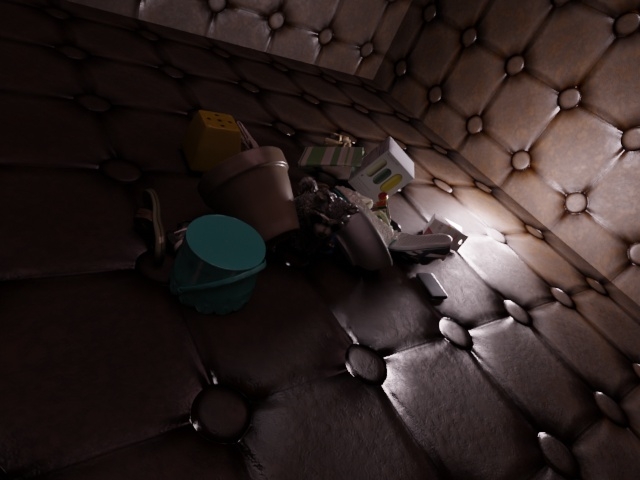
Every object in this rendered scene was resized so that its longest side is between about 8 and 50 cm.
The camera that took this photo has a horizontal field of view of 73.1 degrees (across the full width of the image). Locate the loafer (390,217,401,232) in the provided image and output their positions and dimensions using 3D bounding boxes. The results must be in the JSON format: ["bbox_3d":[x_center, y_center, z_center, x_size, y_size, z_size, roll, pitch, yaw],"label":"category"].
[{"bbox_3d":[0.303,-0.090,2.072,0.223,0.076,0.078,45,-3,38],"label":"loafer"}]

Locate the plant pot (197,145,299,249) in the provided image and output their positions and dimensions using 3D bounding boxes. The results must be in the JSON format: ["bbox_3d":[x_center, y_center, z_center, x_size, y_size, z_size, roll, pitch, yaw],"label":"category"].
[{"bbox_3d":[-0.215,-0.119,1.488,0.323,0.323,0.281,-21,81,-49],"label":"plant pot"}]

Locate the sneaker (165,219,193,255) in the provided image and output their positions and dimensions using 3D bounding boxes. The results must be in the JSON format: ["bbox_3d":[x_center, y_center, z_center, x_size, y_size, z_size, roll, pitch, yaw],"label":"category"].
[{"bbox_3d":[-0.424,-0.034,1.452,0.106,0.078,0.234,40,37,12],"label":"sneaker"}]

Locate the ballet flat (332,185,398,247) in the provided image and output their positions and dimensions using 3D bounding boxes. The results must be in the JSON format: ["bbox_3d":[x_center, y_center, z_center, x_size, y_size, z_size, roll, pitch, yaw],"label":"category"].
[{"bbox_3d":[0.206,-0.111,1.938,0.146,0.147,0.409,-4,47,-40],"label":"ballet flat"}]

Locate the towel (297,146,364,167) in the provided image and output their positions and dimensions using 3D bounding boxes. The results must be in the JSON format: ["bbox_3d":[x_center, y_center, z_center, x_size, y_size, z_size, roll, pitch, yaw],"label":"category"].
[{"bbox_3d":[0.058,-0.432,2.249,0.324,0.038,0.248,2,32,9],"label":"towel"}]

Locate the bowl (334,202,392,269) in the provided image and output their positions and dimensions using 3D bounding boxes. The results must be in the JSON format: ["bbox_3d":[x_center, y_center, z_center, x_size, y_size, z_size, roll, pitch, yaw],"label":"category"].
[{"bbox_3d":[0.148,0.008,1.702,0.134,0.298,0.298,-31,55,-4],"label":"bowl"}]

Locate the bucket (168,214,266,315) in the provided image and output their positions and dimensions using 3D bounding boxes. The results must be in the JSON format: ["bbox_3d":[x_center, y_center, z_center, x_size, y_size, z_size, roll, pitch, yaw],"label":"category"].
[{"bbox_3d":[-0.305,0.067,1.308,0.281,0.183,0.281,18,36,-14],"label":"bucket"}]

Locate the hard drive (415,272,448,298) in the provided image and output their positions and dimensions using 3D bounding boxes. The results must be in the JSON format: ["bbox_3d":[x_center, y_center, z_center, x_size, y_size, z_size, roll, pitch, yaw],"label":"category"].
[{"bbox_3d":[0.476,0.194,1.851,0.094,0.022,0.135,5,40,-31],"label":"hard drive"}]

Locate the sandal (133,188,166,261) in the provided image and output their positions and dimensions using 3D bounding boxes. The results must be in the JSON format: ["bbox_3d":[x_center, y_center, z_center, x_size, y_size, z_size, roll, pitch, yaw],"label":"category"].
[{"bbox_3d":[-0.547,-0.058,1.369,0.086,0.120,0.303,-7,46,-22],"label":"sandal"}]

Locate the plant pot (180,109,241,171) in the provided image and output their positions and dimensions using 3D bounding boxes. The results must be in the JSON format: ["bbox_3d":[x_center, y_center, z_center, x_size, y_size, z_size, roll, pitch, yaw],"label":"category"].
[{"bbox_3d":[-0.441,-0.417,1.796,0.212,0.187,0.212,0,42,-33],"label":"plant pot"}]

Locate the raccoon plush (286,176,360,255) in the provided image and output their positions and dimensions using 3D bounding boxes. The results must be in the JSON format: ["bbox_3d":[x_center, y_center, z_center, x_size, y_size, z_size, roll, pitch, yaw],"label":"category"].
[{"bbox_3d":[-0.016,-0.167,1.634,0.216,0.299,0.447,9,50,-29],"label":"raccoon plush"}]

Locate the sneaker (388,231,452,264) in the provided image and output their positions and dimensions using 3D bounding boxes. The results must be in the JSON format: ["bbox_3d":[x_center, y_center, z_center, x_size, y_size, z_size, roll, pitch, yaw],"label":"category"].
[{"bbox_3d":[0.421,0.043,1.939,0.320,0.128,0.126,2,34,5],"label":"sneaker"}]

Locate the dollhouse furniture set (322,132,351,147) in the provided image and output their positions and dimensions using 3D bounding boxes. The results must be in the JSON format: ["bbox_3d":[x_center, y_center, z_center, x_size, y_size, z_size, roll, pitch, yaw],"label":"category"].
[{"bbox_3d":[0.091,-0.533,2.457,0.123,0.144,0.151,13,50,-14],"label":"dollhouse furniture set"}]

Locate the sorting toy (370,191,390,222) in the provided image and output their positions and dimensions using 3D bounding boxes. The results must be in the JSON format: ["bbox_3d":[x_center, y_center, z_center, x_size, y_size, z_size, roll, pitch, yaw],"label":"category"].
[{"bbox_3d":[0.257,-0.129,2.026,0.132,0.046,0.275,-8,47,11],"label":"sorting toy"}]

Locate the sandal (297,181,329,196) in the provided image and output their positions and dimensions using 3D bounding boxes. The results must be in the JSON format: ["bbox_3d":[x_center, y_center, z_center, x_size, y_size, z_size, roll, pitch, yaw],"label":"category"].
[{"bbox_3d":[-0.037,-0.230,2.029,0.180,0.049,0.072,-28,56,-35],"label":"sandal"}]

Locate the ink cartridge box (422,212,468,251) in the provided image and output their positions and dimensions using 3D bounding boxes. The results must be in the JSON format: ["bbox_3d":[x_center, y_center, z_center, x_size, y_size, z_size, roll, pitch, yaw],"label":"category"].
[{"bbox_3d":[0.635,-0.038,2.192,0.198,0.115,0.067,28,33,-3],"label":"ink cartridge box"}]

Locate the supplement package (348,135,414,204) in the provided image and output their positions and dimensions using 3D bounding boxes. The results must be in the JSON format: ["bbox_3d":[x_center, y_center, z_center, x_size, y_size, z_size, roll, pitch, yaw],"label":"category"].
[{"bbox_3d":[0.309,-0.344,2.183,0.199,0.262,0.198,44,30,-16],"label":"supplement package"}]

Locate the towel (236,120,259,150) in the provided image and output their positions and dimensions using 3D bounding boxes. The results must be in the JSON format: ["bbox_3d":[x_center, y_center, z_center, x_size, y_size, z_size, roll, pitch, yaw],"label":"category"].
[{"bbox_3d":[-0.284,-0.391,1.918,0.187,0.049,0.282,60,5,38],"label":"towel"}]

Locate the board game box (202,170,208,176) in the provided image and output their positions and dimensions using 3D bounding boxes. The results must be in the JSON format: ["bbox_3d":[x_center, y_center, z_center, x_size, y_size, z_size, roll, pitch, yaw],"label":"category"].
[{"bbox_3d":[-0.370,-0.275,1.855,0.259,0.039,0.124,18,34,-19],"label":"board game box"}]

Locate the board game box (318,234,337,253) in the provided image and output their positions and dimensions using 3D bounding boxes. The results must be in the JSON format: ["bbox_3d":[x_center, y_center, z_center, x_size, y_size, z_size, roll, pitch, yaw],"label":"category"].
[{"bbox_3d":[0.000,0.000,1.758,0.133,0.033,0.169,26,40,-7],"label":"board game box"}]
